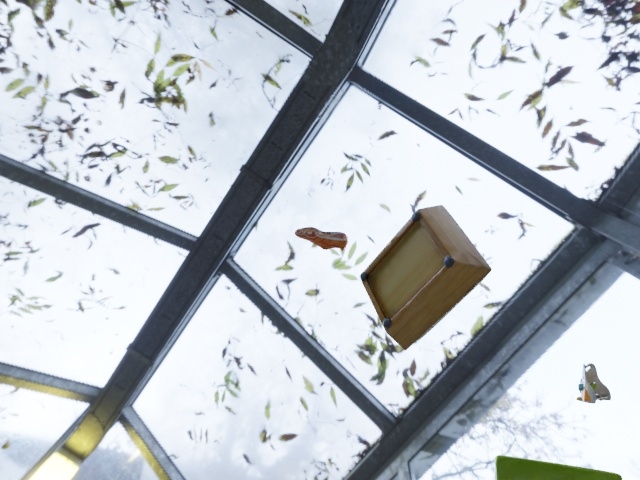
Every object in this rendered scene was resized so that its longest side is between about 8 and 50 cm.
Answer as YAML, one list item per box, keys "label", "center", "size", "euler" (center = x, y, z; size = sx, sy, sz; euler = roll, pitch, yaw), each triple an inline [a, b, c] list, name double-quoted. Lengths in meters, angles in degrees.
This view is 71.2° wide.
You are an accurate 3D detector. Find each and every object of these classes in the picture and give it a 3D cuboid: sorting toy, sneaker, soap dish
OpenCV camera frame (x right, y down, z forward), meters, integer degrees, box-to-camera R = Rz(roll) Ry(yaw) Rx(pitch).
- label: "sorting toy"
  center: [0.551, 0.289, 0.912]
  size: [0.083, 0.045, 0.075]
  euler: [11, -106, -38]
- label: "sneaker"
  center: [0.000, 0.000, 1.429]
  size: [0.175, 0.064, 0.067]
  euler: [13, -60, 6]
- label: "soap dish"
  center: [0.230, 0.081, 1.062]
  size: [0.118, 0.228, 0.290]
  euler: [18, -57, -34]

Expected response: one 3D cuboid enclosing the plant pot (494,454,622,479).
- label: "plant pot"
  center: [0.473, 0.574, 0.903]
  size: [0.229, 0.207, 0.227]
  euler: [0, -31, 23]
